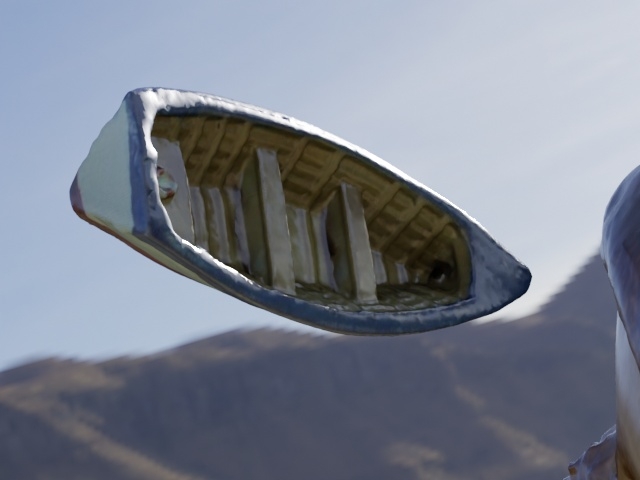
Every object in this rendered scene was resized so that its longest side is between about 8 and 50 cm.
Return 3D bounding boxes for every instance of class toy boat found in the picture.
[{"bbox_3d":[0.000,0.000,0.722,0.046,0.080,0.229,-22,-23,32],"label":"toy boat"}]

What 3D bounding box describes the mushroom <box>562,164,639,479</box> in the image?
[{"bbox_3d":[0.220,0.122,0.976,0.259,0.345,0.345,-25,-11,14],"label":"mushroom"}]
